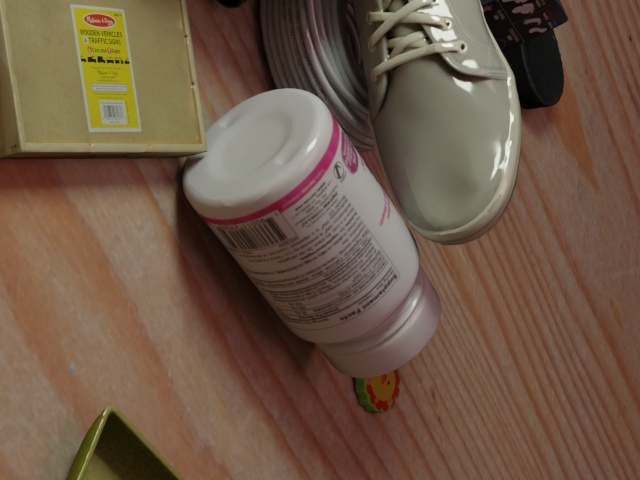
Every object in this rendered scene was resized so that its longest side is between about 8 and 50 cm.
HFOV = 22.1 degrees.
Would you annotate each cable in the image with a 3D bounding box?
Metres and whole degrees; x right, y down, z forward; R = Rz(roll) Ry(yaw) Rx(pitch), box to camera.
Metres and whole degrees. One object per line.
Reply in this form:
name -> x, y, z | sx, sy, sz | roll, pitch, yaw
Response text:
cable -> 0.031, -0.224, 1.800 | 0.257, 0.089, 0.257 | -44, 118, -53

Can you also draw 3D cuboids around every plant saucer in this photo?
plant saucer -> -0.173, 0.267, 1.380 | 0.188, 0.045, 0.188 | 54, 41, -36

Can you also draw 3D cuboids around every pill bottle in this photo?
pill bottle -> 0.000, 0.000, 1.621 | 0.283, 0.160, 0.160 | 54, 40, -37

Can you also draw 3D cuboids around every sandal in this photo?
sandal -> 0.272, -0.399, 2.213 | 0.167, 0.107, 0.445 | -44, 119, -53

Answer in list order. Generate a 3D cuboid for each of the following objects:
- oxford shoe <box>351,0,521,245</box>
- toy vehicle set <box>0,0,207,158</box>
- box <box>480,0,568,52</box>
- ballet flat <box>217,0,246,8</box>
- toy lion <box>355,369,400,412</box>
oxford shoe -> 0.100, -0.209, 1.669 | 0.130, 0.169, 0.449 | 28, 51, -55
toy vehicle set -> -0.202, -0.156, 1.455 | 0.267, 0.035, 0.166 | -4, 86, -58
box -> 0.165, -0.352, 1.907 | 0.247, 0.142, 0.163 | 68, 13, 19
ballet flat -> -0.136, -0.305, 1.553 | 0.280, 0.095, 0.096 | 32, 71, -50
toy lion -> 0.061, 0.137, 1.811 | 0.100, 0.034, 0.096 | 54, 48, -36
